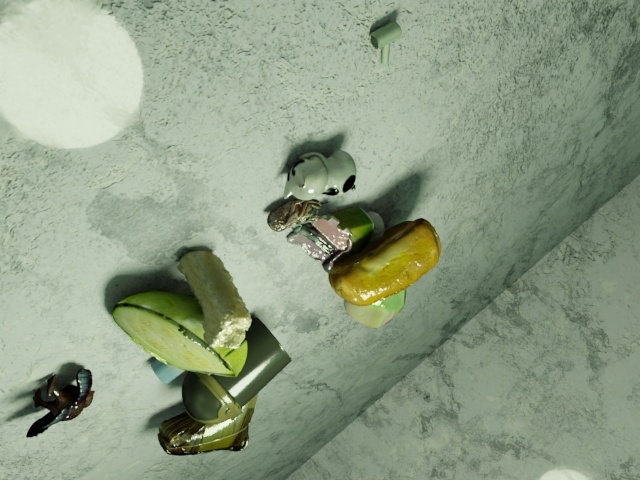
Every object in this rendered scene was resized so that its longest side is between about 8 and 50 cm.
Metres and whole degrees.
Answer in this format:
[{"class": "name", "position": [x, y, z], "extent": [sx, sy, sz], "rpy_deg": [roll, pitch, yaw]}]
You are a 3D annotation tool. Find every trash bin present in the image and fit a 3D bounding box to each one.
[{"class": "trash bin", "position": [-0.264, 0.400, 1.953], "extent": [0.334, 0.214, 0.214], "rpy_deg": [-38, 153, -11]}]

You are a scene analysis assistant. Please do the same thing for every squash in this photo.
[{"class": "squash", "position": [-0.351, 0.227, 1.565], "extent": [0.309, 0.233, 0.210], "rpy_deg": [12, 83, -63]}]

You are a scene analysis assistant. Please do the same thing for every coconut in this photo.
[{"class": "coconut", "position": [0.183, 0.180, 2.185], "extent": [0.204, 0.236, 0.236], "rpy_deg": [4, 142, -5]}]

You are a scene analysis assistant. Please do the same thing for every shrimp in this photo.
[{"class": "shrimp", "position": [-0.050, -0.071, 1.650], "extent": [0.190, 0.073, 0.074], "rpy_deg": [-23, -179, -38]}]

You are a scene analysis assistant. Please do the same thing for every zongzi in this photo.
[{"class": "zongzi", "position": [-0.340, 0.532, 2.083], "extent": [0.289, 0.154, 0.318], "rpy_deg": [7, 112, -43]}]

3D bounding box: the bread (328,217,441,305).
[{"class": "bread", "position": [0.190, 0.073, 1.950], "extent": [0.337, 0.148, 0.328], "rpy_deg": [-32, -177, -9]}]

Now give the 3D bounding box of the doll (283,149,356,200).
[{"class": "doll", "position": [0.000, -0.153, 1.555], "extent": [0.180, 0.107, 0.110], "rpy_deg": [-9, 162, -35]}]

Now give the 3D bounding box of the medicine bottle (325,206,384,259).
[{"class": "medicine bottle", "position": [0.086, -0.024, 1.873], "extent": [0.188, 0.088, 0.132], "rpy_deg": [-16, 143, -37]}]

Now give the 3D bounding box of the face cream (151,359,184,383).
[{"class": "face cream", "position": [-0.349, 0.293, 1.827], "extent": [0.250, 0.077, 0.077], "rpy_deg": [-38, 153, -4]}]

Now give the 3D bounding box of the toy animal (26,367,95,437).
[{"class": "toy animal", "position": [-0.622, 0.411, 1.628], "extent": [0.218, 0.116, 0.179], "rpy_deg": [-49, 151, 5]}]

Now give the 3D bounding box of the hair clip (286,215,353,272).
[{"class": "hair clip", "position": [-0.001, -0.006, 1.751], "extent": [0.187, 0.056, 0.146], "rpy_deg": [33, 121, -29]}]

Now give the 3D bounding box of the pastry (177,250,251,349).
[{"class": "pastry", "position": [-0.246, 0.132, 1.528], "extent": [0.121, 0.258, 0.089], "rpy_deg": [3, 136, -39]}]

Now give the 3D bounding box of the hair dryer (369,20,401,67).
[{"class": "hair dryer", "position": [0.136, -0.411, 1.412], "extent": [0.063, 0.038, 0.124], "rpy_deg": [-31, 159, -12]}]
